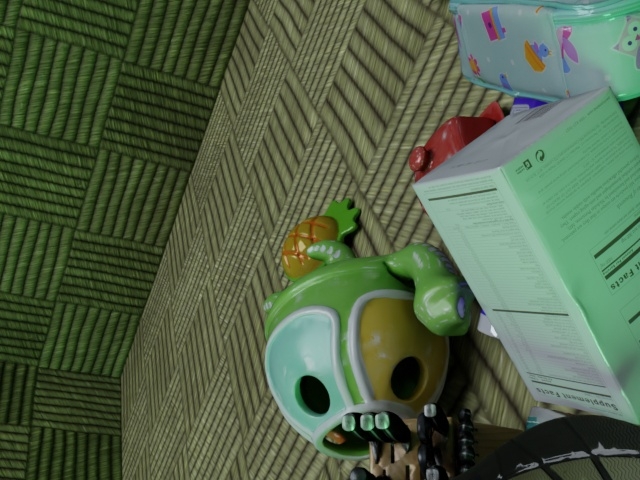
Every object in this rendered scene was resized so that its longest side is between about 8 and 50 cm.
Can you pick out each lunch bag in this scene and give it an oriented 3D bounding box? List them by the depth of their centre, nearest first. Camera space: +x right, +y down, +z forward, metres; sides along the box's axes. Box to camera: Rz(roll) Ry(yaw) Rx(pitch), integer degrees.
[{"bbox_3d":[0.270,-0.224,0.754,0.279,0.224,0.108,42,154,63],"label":"lunch bag"}]

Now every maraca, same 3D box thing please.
[{"bbox_3d":[0.000,0.000,1.436,0.185,0.099,0.127,-47,39,7],"label":"maraca"}]

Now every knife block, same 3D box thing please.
[{"bbox_3d":[0.094,0.251,0.867,0.276,0.242,0.088,139,140,-56],"label":"knife block"}]

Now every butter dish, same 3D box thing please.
[{"bbox_3d":[0.173,-0.096,1.034,0.160,0.118,0.160,126,148,-44],"label":"butter dish"}]

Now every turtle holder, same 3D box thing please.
[{"bbox_3d":[0.076,0.145,1.019,0.320,0.243,0.227,-23,45,19],"label":"turtle holder"}]

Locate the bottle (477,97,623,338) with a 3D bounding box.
[{"bbox_3d":[0.238,-0.029,0.842,0.092,0.118,0.282,-158,80,-67],"label":"bottle"}]

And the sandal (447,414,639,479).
[{"bbox_3d":[0.171,0.231,0.635,0.303,0.086,0.120,-38,31,42],"label":"sandal"}]

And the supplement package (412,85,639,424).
[{"bbox_3d":[0.217,0.015,0.678,0.244,0.134,0.139,59,159,-11],"label":"supplement package"}]

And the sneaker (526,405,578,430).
[{"bbox_3d":[0.266,0.231,0.644,0.302,0.108,0.121,22,94,66],"label":"sneaker"}]
